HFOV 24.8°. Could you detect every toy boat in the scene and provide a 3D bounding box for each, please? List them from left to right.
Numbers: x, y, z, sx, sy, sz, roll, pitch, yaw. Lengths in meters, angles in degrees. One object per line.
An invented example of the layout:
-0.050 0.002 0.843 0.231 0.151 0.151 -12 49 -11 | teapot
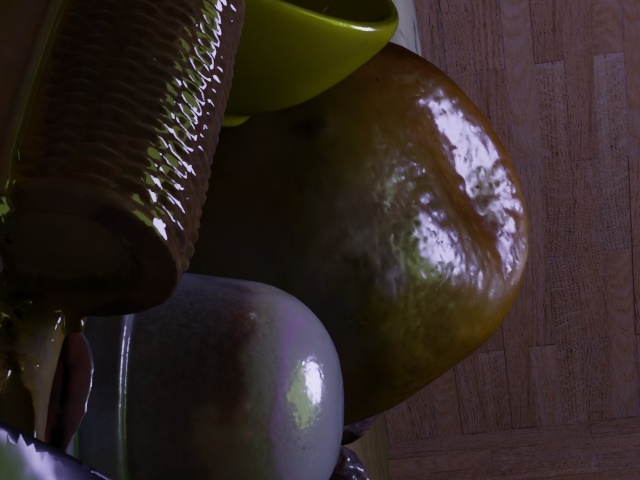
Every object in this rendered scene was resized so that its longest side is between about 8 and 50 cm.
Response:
-0.091 -0.053 0.543 0.089 0.115 0.310 72 24 -48 | toy boat

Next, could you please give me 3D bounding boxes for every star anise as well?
-0.003 0.150 1.448 0.218 0.148 0.227 41 -22 15 | star anise

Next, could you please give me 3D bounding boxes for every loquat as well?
0.000 0.000 1.004 0.284 0.276 0.276 -60 146 -53 | loquat

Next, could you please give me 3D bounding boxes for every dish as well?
-0.081 -0.151 0.879 0.108 0.221 0.262 -62 -161 22 | dish

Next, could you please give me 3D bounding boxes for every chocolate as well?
-0.062 0.085 0.775 0.221 0.147 0.221 -6 90 -81 | chocolate

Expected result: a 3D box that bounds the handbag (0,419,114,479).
-0.080 0.227 0.414 0.342 0.152 0.288 -85 161 -46 | handbag

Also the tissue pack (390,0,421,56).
-0.002 -0.110 1.364 0.380 0.207 0.297 -88 170 -60 | tissue pack
